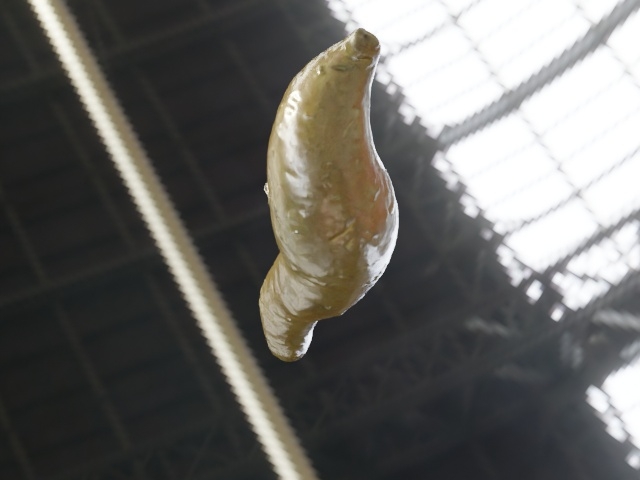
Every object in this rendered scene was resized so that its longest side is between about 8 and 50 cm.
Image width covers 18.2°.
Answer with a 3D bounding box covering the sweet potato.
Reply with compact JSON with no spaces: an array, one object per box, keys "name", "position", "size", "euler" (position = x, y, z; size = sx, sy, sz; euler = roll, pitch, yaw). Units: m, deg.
[{"name":"sweet potato","position":[0.001,0.003,0.936],"size":[0.059,0.249,0.069],"euler":[-25,-119,-21]}]
